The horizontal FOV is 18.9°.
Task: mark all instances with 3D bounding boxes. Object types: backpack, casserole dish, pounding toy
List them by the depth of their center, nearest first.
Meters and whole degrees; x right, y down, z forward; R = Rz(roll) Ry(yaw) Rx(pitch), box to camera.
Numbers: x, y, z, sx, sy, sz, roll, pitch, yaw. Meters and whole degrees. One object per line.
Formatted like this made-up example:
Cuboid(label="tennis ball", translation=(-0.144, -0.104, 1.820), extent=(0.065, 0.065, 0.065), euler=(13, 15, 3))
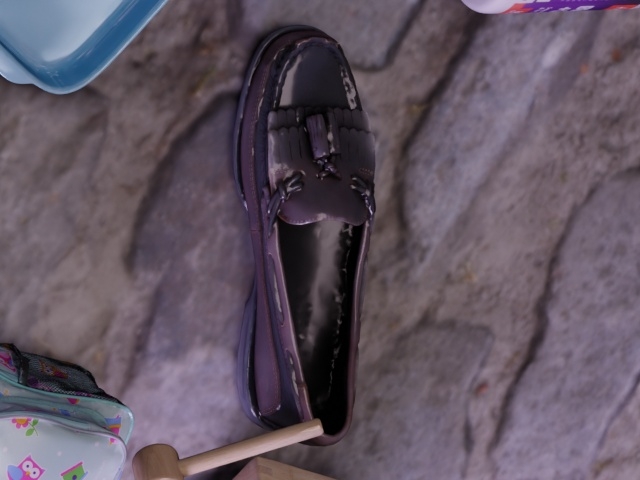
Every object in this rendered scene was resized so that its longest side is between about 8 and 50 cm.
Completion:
Cuboid(label="backpack", translation=(-0.232, 0.150, 1.269), extent=(0.188, 0.144, 0.166), euler=(22, 96, -25))
Cuboid(label="casserole dish", translation=(-0.160, -0.186, 1.293), extent=(0.188, 0.037, 0.114), euler=(-49, 117, -10))
Cuboid(label="pounding toy", translation=(-0.040, 0.212, 1.353), extent=(0.206, 0.094, 0.181), euler=(20, 129, -29))

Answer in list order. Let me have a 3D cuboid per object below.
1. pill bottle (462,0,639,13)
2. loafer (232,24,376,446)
Cuboid(label="pill bottle", translation=(0.198, -0.224, 1.423), extent=(0.193, 0.108, 0.108), euler=(-5, 103, -25))
Cuboid(label="loafer", translation=(0.000, 0.000, 1.377), extent=(0.109, 0.095, 0.303), euler=(-3, 102, -26))
